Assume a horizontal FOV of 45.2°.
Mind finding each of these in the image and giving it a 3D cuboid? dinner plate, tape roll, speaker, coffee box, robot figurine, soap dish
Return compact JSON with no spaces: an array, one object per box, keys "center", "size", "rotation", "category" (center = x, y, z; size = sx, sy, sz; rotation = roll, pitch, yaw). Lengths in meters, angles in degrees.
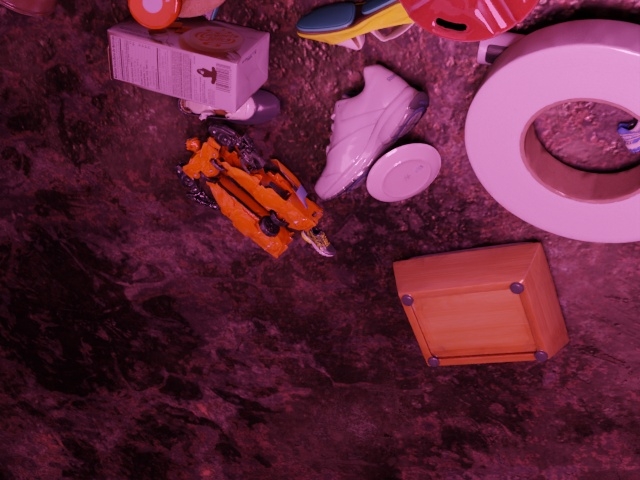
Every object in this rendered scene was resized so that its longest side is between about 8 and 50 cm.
[{"center":[0.150,-0.115,1.361],"size":[0.141,0.017,0.141],"rotation":[-15,142,-12],"category":"dinner plate"},{"center":[0.417,-0.153,1.175],"size":[0.391,0.072,0.392],"rotation":[18,142,15],"category":"tape roll"},{"center":[0.315,-0.290,1.189],"size":[0.136,0.055,0.055],"rotation":[14,128,14],"category":"speaker"},{"center":[-0.230,-0.325,1.356],"size":[0.246,0.141,0.098],"rotation":[17,130,14],"category":"coffee box"},{"center":[-0.146,-0.105,1.515],"size":[0.291,0.085,0.211],"rotation":[43,130,-10],"category":"robot figurine"},{"center":[0.299,0.130,1.462],"size":[0.290,0.118,0.229],"rotation":[-9,120,28],"category":"soap dish"}]

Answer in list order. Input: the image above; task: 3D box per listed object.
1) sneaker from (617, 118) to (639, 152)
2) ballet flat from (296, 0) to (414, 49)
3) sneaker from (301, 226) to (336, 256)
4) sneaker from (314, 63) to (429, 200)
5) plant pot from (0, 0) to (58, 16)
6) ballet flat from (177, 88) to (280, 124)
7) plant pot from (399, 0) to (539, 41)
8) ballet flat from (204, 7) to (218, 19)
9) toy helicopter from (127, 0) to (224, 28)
[{"center":[0.513,-0.191,1.175],"size":[0.058,0.052,0.135],"rotation":[44,129,-5],"category":"sneaker"},{"center":[0.071,-0.352,1.248],"size":[0.230,0.077,0.077],"rotation":[-11,135,28],"category":"ballet flat"},{"center":[0.000,0.000,1.559],"size":[0.083,0.031,0.035],"rotation":[35,130,-3],"category":"sneaker"},{"center":[0.069,-0.187,1.363],"size":[0.129,0.111,0.297],"rotation":[47,129,10],"category":"sneaker"},{"center":[-0.501,-0.511,1.340],"size":[0.167,0.167,0.165],"rotation":[43,122,-9],"category":"plant pot"},{"center":[-0.177,-0.250,1.428],"size":[0.203,0.074,0.074],"rotation":[9,127,18],"category":"ballet flat"},{"center":[0.217,-0.404,1.012],"size":[0.272,0.265,0.273],"rotation":[12,128,16],"category":"plant pot"},{"center":[-0.181,-0.431,1.320],"size":[0.041,0.041,0.114],"rotation":[36,131,-4],"category":"ballet flat"},{"center":[-0.255,-0.529,1.208],"size":[0.234,0.140,0.355],"rotation":[-27,110,15],"category":"toy helicopter"}]
